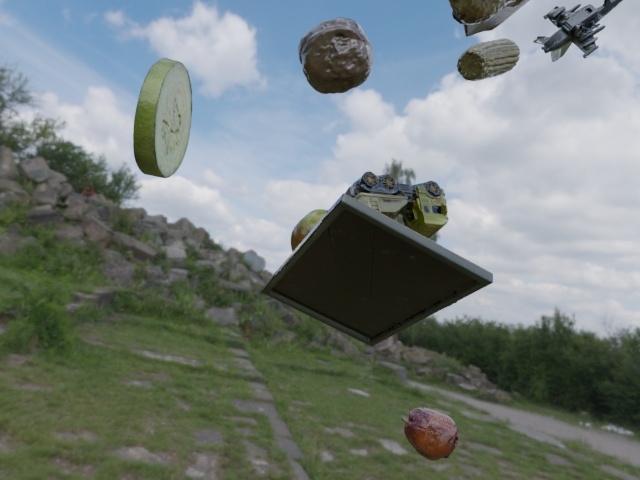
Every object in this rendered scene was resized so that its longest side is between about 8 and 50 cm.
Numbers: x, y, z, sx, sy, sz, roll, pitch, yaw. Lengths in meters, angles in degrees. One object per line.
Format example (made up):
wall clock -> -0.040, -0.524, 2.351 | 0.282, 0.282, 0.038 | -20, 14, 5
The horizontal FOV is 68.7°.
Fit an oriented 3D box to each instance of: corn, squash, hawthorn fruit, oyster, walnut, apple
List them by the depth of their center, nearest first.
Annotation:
oyster -> 0.323, -0.485, 0.911 | 0.161, 0.108, 0.232 | 28, 42, 36
squash -> -0.332, -0.262, 1.018 | 0.048, 0.252, 0.252 | 12, -8, 0
apple -> 0.000, 0.000, 1.421 | 0.195, 0.196, 0.196 | 9, -8, 1
hawthorn fruit -> 0.369, 0.653, 1.578 | 0.173, 0.174, 0.179 | 1, -18, 45
corn -> 0.586, -0.632, 1.637 | 0.131, 0.131, 0.344 | 2, 21, 42
walnut -> 0.058, -0.655, 1.661 | 0.273, 0.273, 0.227 | 6, -47, 22

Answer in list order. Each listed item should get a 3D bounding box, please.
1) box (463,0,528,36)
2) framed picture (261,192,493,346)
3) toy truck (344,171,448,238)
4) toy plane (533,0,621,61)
box -> 0.489, -0.708, 1.304 | 0.097, 0.169, 0.265 | -15, 4, -10
framed picture -> 0.048, 0.053, 0.558 | 0.184, 0.016, 0.250 | 27, -36, -10
toy truck -> 0.287, -0.111, 1.784 | 0.404, 0.254, 0.181 | 4, -27, -21
toy plane -> 0.711, -0.594, 1.247 | 0.262, 0.192, 0.088 | -40, -33, 25
